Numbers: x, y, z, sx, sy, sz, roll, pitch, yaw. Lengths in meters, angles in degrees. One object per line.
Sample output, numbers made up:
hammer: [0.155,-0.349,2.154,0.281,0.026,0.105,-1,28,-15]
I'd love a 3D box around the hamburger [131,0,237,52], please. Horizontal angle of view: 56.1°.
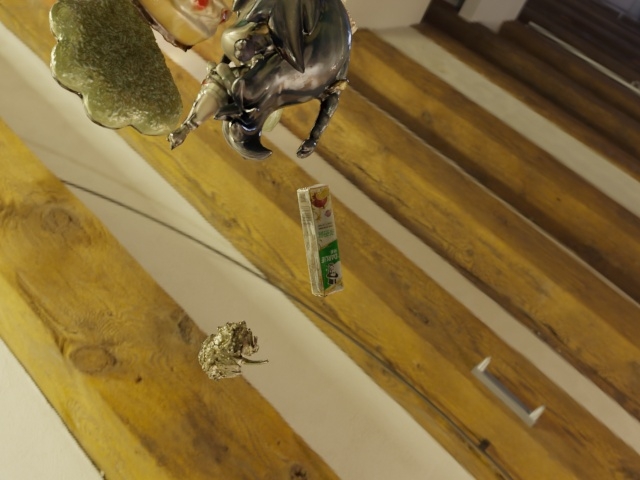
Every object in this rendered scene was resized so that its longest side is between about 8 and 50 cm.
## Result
hamburger: [-0.218,-0.470,0.961,0.261,0.186,0.302,66,-162,5]

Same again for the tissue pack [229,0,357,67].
tissue pack: [-0.078,-0.341,1.119,0.170,0.325,0.071,-44,-65,-16]

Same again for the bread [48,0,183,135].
bread: [-0.358,-0.304,1.028,0.207,0.056,0.287,-31,-83,-45]

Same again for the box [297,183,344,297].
box: [0.000,0.000,1.124,0.049,0.207,0.041,-15,-170,-38]

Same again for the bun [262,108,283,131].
bun: [-0.161,-0.376,1.488,0.108,0.221,0.221,3,-137,-25]

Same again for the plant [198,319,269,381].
plant: [-0.158,0.213,1.120,0.122,0.116,0.104,45,-173,-35]

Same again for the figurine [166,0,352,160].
figurine: [-0.068,-0.212,0.761,0.196,0.265,0.175,16,-169,-43]
